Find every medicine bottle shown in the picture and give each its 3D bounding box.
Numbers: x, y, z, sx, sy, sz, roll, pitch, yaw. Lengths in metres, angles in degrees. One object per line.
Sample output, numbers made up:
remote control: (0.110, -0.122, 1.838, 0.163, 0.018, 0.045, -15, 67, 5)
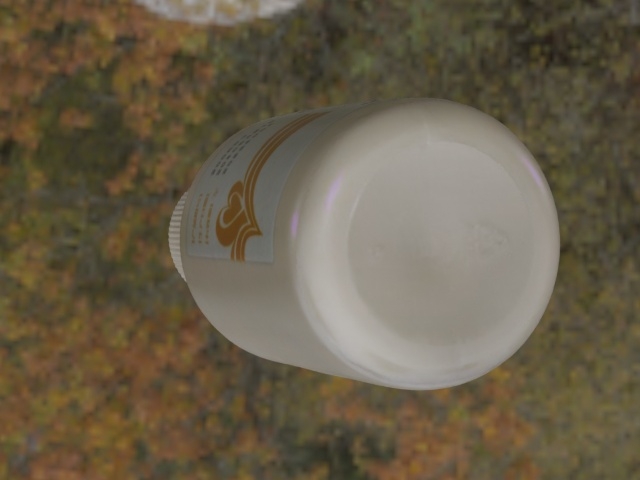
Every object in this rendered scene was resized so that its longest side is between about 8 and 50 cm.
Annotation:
medicine bottle: (0.000, 0.000, 0.789, 0.114, 0.114, 0.252, 15, 175, -20)
